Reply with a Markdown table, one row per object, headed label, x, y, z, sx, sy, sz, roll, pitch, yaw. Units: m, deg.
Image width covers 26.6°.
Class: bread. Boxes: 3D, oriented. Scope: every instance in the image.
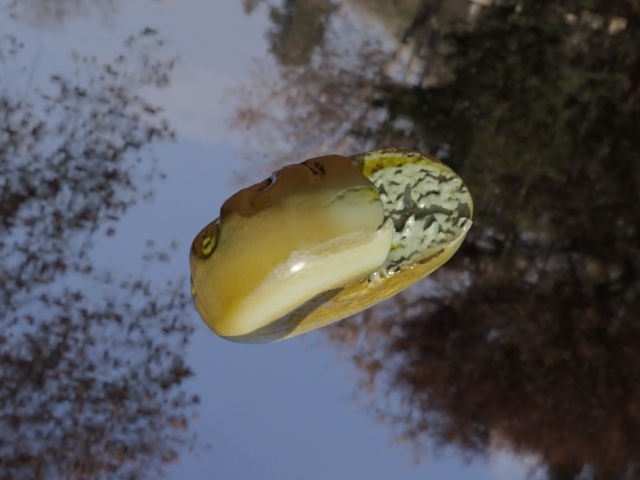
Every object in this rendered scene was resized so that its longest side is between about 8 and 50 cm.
| label | x | y | z | sx | sy | sz | roll | pitch | yaw |
| --- | --- | --- | --- | --- | --- | --- | --- | --- | --- |
| bread | 0.000 | 0.000 | 1.521 | 0.333 | 0.333 | 0.160 | -2 | -117 | -55 |
